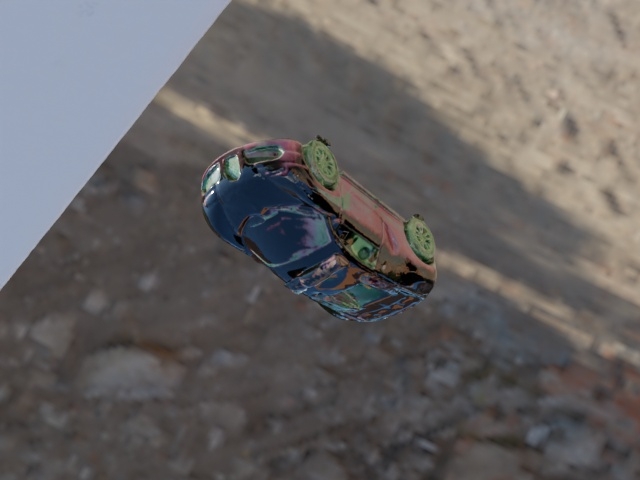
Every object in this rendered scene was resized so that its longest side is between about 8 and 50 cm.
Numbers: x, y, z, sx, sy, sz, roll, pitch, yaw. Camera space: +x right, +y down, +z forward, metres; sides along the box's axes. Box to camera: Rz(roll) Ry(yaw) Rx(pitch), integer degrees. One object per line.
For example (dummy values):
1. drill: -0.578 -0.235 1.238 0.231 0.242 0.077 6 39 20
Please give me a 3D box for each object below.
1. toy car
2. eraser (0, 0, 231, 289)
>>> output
1. toy car: 0.000 0.000 0.886 0.069 0.055 0.142 -24 140 30
2. eraser: -0.083 -0.076 0.507 0.078 0.076 0.298 15 147 -23
